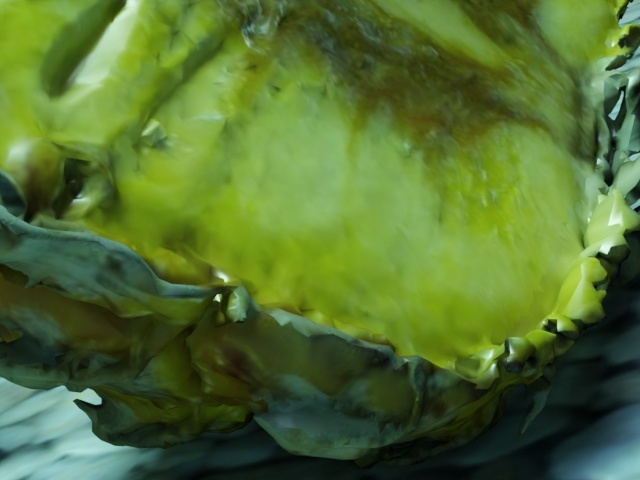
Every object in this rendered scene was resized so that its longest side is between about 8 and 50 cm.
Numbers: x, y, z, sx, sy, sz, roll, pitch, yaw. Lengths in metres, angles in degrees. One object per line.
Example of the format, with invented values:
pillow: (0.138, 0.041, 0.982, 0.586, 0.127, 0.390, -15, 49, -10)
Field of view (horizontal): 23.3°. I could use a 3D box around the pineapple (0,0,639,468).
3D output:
pineapple: (0.003, 0.004, 0.455, 0.334, 0.158, 0.161, -28, -22, -50)
